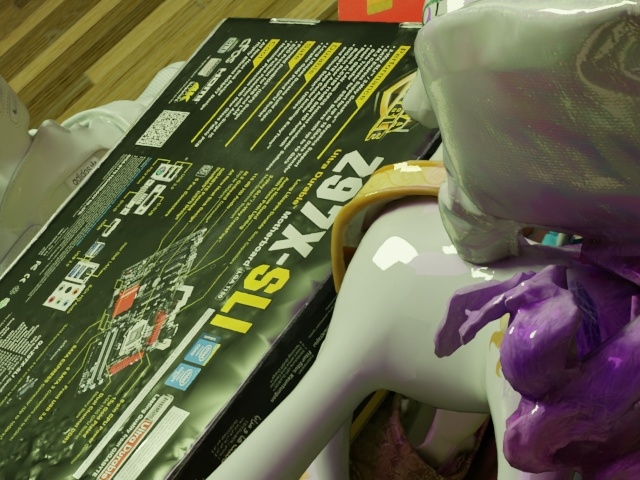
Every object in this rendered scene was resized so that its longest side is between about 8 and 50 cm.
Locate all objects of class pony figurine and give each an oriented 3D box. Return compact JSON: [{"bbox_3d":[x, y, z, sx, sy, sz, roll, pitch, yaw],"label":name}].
[{"bbox_3d":[0.088,0.032,0.711,0.351,0.302,0.364,21,87,49],"label":"pony figurine"}]

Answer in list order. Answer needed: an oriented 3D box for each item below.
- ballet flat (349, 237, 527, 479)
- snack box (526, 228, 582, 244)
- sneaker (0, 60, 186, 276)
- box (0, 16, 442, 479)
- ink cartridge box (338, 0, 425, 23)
[{"bbox_3d":[0.078,0.047,0.945,0.067,0.073,0.206,-20,39,54],"label":"ballet flat"},{"bbox_3d":[0.201,-0.075,0.984,0.187,0.060,0.322,-30,25,26],"label":"snack box"},{"bbox_3d":[-0.183,-0.061,1.367,0.137,0.210,0.366,-21,30,38],"label":"sneaker"},{"bbox_3d":[-0.052,0.022,0.978,0.257,0.079,0.322,11,57,50],"label":"box"},{"bbox_3d":[0.086,-0.285,1.358,0.296,0.066,0.261,-10,74,51],"label":"ink cartridge box"}]
